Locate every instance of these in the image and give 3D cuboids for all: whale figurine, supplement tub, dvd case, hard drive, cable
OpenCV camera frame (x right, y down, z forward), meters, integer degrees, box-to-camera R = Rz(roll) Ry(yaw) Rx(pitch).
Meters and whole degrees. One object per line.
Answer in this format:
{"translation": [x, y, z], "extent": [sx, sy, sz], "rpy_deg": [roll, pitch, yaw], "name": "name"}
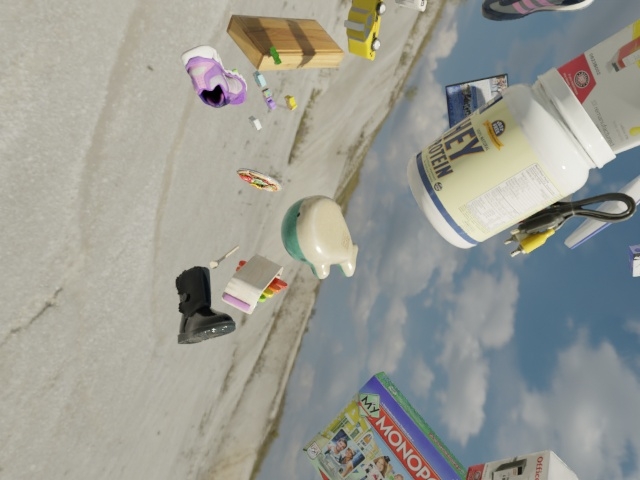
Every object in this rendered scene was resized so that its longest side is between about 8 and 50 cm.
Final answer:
{"translation": [0.000, 0.000, 1.189], "extent": [0.272, 0.141, 0.217], "rpy_deg": [40, 52, -49], "name": "whale figurine"}
{"translation": [0.364, -0.155, 0.910], "extent": [0.324, 0.235, 0.236], "rpy_deg": [-35, -150, 32], "name": "supplement tub"}
{"translation": [0.661, -0.583, 1.922], "extent": [0.022, 0.252, 0.181], "rpy_deg": [-69, 149, -69], "name": "dvd case"}
{"translation": [0.870, -0.099, 1.354], "extent": [0.210, 0.040, 0.319], "rpy_deg": [-41, 163, -9], "name": "hard drive"}
{"translation": [0.575, -0.065, 1.094], "extent": [0.072, 0.286, 0.140], "rpy_deg": [32, 45, -57], "name": "cable"}

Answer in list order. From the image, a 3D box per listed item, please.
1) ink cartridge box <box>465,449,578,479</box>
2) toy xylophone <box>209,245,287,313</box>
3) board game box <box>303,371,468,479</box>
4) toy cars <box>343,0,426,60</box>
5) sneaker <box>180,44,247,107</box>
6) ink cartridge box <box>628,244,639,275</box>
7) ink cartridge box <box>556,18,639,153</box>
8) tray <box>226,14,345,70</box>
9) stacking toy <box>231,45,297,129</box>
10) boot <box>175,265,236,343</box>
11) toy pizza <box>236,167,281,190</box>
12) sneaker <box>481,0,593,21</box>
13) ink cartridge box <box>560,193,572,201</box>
{"translation": [0.249, 0.335, 0.584], "extent": [0.135, 0.056, 0.099], "rpy_deg": [-42, -176, 41], "name": "ink cartridge box"}
{"translation": [-0.255, 0.125, 1.633], "extent": [0.081, 0.236, 0.322], "rpy_deg": [-65, 167, 22], "name": "toy xylophone"}
{"translation": [0.135, 0.418, 0.774], "extent": [0.214, 0.317, 0.046], "rpy_deg": [-51, 151, 15], "name": "board game box"}
{"translation": [0.171, -0.642, 1.213], "extent": [0.087, 0.177, 0.393], "rpy_deg": [-29, 180, -39], "name": "toy cars"}
{"translation": [-0.239, -0.353, 1.071], "extent": [0.236, 0.095, 0.105], "rpy_deg": [11, 63, -76], "name": "sneaker"}
{"translation": [1.104, 0.051, 1.452], "extent": [0.046, 0.206, 0.097], "rpy_deg": [-72, 146, -53], "name": "ink cartridge box"}
{"translation": [0.837, -0.406, 1.135], "extent": [0.384, 0.160, 0.280], "rpy_deg": [-27, -98, 54], "name": "ink cartridge box"}
{"translation": [-0.114, -0.722, 1.666], "extent": [0.410, 0.203, 0.076], "rpy_deg": [-23, 160, -42], "name": "tray"}
{"translation": [-0.185, -0.493, 1.500], "extent": [0.052, 0.166, 0.221], "rpy_deg": [38, -22, 47], "name": "stacking toy"}
{"translation": [-0.328, 0.167, 1.267], "extent": [0.246, 0.094, 0.208], "rpy_deg": [-24, -114, 44], "name": "boot"}
{"translation": [-0.260, -0.245, 1.915], "extent": [0.201, 0.201, 0.032], "rpy_deg": [128, -18, -79], "name": "toy pizza"}
{"translation": [0.631, -0.743, 1.349], "extent": [0.131, 0.318, 0.112], "rpy_deg": [32, 66, -56], "name": "sneaker"}
{"translation": [0.814, -0.195, 1.615], "extent": [0.180, 0.104, 0.060], "rpy_deg": [-57, 152, -63], "name": "ink cartridge box"}
